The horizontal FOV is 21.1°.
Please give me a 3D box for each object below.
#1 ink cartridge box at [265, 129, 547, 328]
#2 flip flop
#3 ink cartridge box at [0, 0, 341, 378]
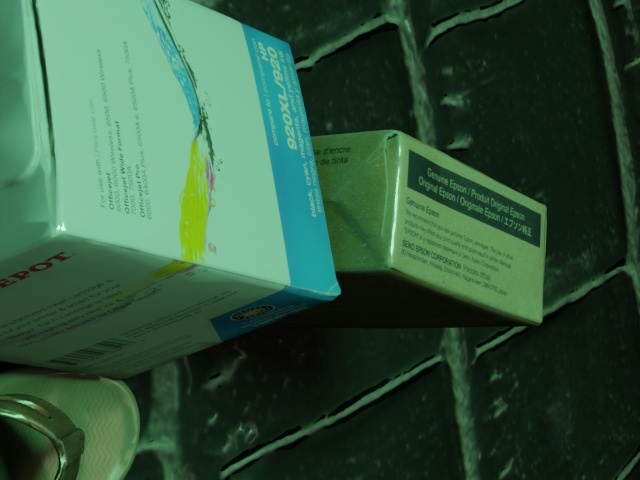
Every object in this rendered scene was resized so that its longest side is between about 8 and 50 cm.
[{"bbox_3d":[0.000,0.000,1.106,0.193,0.234,0.088,20,72,-54],"label":"ink cartridge box"},{"bbox_3d":[-0.189,0.127,0.950,0.277,0.080,0.112,1,86,-57],"label":"flip flop"},{"bbox_3d":[-0.135,-0.036,0.941,0.232,0.171,0.168,16,59,-54],"label":"ink cartridge box"}]
